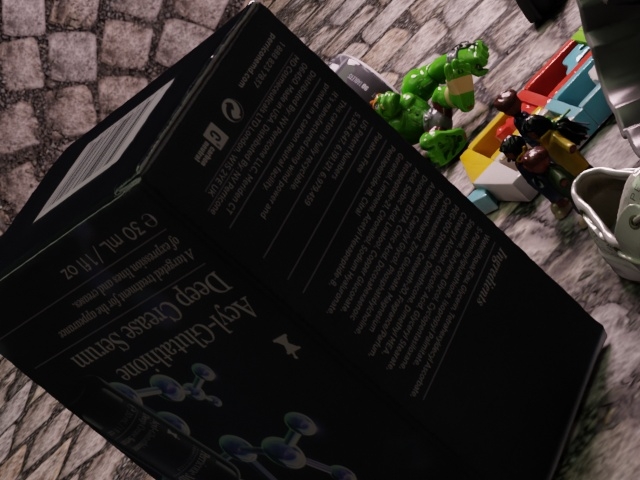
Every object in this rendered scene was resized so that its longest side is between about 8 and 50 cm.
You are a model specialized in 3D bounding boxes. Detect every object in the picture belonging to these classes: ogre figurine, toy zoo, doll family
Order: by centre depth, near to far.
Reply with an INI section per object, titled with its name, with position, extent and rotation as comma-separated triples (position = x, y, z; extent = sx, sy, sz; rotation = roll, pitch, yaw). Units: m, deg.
[doll family]
position = 0.210, -0.080, 1.586
extent = 0.076, 0.111, 0.193
rotation = -49, 16, -5
[toy zoo]
position = 0.247, -0.137, 1.773
extent = 0.293, 0.030, 0.192
rotation = -47, 16, 1
[ogre figurine]
position = 0.123, -0.142, 2.005
extent = 0.118, 0.097, 0.197
rotation = -3, 78, 51

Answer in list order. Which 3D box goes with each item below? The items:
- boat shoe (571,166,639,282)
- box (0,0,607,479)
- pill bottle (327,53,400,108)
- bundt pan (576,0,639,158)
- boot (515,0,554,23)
[boat shoe]
position = 0.267, -0.014, 1.304
extent = 0.098, 0.096, 0.277
rotation = -50, 16, -10
[box]
position = -0.031, 0.063, 1.347
extent = 0.293, 0.395, 0.212
rotation = -31, 23, 47
[pill bottle]
position = -0.007, -0.110, 2.187
extent = 0.245, 0.130, 0.130
rotation = -50, 16, -8
[bundt pan]
position = 0.296, -0.241, 1.456
extent = 0.124, 0.330, 0.331
rotation = -14, 19, 0
[boot]
position = 0.318, -0.404, 2.085
extent = 0.207, 0.094, 0.246
rotation = -18, 58, 22
